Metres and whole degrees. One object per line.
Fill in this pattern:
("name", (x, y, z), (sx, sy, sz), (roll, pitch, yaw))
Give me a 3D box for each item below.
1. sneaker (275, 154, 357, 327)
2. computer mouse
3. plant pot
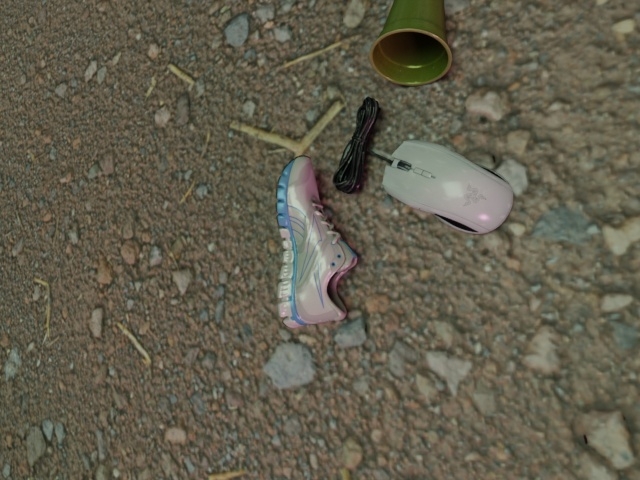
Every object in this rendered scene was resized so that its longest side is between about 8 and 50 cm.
("sneaker", (0.000, 0.000, 0.490), (0.082, 0.071, 0.191), (-4, 89, 22))
("computer mouse", (0.099, -0.072, 0.452), (0.193, 0.042, 0.106), (29, 96, 29))
("plant pot", (0.098, -0.220, 0.460), (0.083, 0.083, 0.079), (3, 72, 29))
